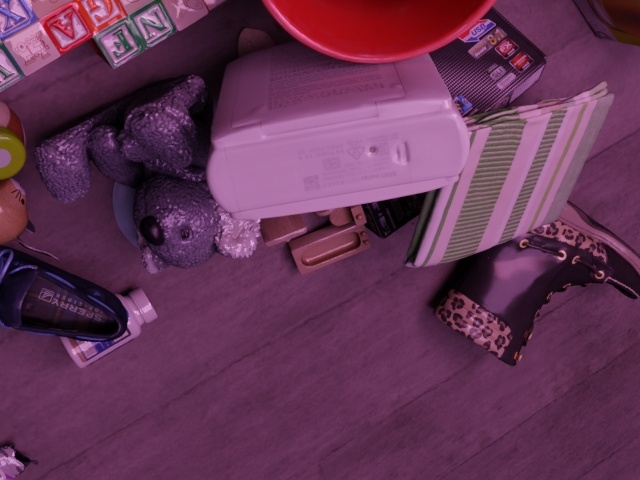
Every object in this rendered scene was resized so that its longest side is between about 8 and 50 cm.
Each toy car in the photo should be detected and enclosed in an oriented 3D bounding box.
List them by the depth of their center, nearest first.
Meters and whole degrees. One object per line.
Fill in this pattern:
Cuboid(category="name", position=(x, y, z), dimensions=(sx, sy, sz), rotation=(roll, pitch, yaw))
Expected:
Cuboid(category="toy car", position=(-0.360, -0.053, 0.891), dimensions=(0.149, 0.155, 0.188), rotation=(-41, 135, -7))

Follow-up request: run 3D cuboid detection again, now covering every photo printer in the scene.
Cuboid(category="photo printer", position=(0.010, -0.145, 0.884), dimensions=(0.256, 0.307, 0.107), rotation=(-10, 119, 2))

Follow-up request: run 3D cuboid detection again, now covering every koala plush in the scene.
Cuboid(category="koala plush", position=(-0.177, -0.064, 0.942), dimensions=(0.196, 0.203, 0.221), rotation=(-15, 112, 22))

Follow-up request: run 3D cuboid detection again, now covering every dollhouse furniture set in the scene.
Cuboid(category="dollhouse furniture set", position=(0.000, 0.000, 1.115), dimensions=(0.144, 0.123, 0.151), rotation=(-21, 127, -3))

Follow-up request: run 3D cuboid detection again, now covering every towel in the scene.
Cuboid(category="towel", position=(0.263, -0.089, 1.107), dimensions=(0.324, 0.038, 0.248), rotation=(-19, 137, -35))

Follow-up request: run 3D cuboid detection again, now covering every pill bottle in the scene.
Cuboid(category="pill bottle", position=(-0.280, 0.112, 1.057), dimensions=(0.120, 0.067, 0.067), rotation=(-31, 124, -15))

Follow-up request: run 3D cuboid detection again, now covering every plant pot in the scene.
Cuboid(category="plant pot", position=(0.052, -0.357, 0.830), dimensions=(0.274, 0.243, 0.275), rotation=(-3, 126, -4))

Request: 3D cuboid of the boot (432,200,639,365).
Cuboid(category="boot", position=(0.387, 0.083, 1.386), dimensions=(0.377, 0.138, 0.284), rotation=(30, 94, -33))

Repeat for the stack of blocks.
Cuboid(category="stack of blocks", position=(-0.261, -0.279, 0.874), dimensions=(0.297, 0.087, 0.171), rotation=(-35, 125, -12))

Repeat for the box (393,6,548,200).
Cuboid(category="box", position=(0.126, -0.217, 1.058), dimensions=(0.270, 0.216, 0.060), rotation=(-39, 166, -8))

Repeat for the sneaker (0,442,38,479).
Cuboid(category="sneaker", position=(-0.419, 0.320, 1.091), dimensions=(0.069, 0.038, 0.098), rotation=(-18, 120, -22))

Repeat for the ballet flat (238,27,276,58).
Cuboid(category="ballet flat", position=(-0.063, -0.198, 1.048), dimensions=(0.057, 0.052, 0.168), rotation=(-26, 122, -17))

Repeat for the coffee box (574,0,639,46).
Cuboid(category="coffee box", position=(0.530, -0.485, 1.083), dimensions=(0.337, 0.334, 0.338), rotation=(37, 91, -36))

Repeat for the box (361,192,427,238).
Cuboid(category="box", position=(0.099, -0.120, 1.162), dimensions=(0.147, 0.077, 0.180), rotation=(-35, 125, -11))

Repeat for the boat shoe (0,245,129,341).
Cuboid(category="boat shoe", position=(-0.351, 0.056, 0.947), dimensions=(0.258, 0.089, 0.109), rotation=(12, 90, -19))

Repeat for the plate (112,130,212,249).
Cuboid(category="plate", position=(-0.181, -0.059, 1.062), dimensions=(0.188, 0.024, 0.188), rotation=(-13, 118, -25))
